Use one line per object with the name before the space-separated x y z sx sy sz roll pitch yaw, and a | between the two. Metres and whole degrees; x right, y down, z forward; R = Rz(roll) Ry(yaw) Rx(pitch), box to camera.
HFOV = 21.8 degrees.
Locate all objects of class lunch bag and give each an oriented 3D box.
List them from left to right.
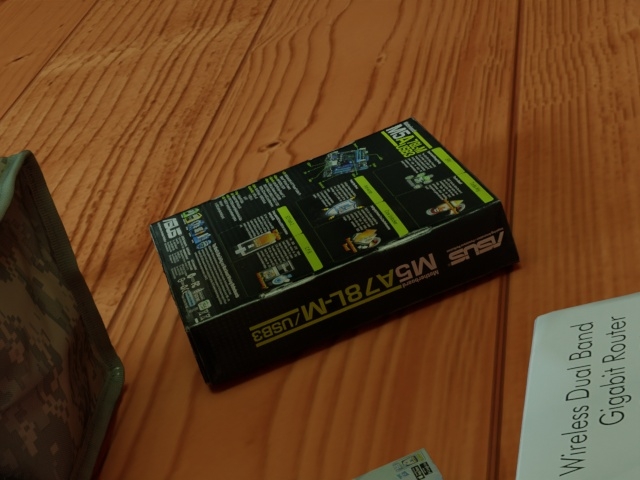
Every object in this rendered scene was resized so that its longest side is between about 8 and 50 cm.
lunch bag | -0.236 0.093 0.790 0.235 0.169 0.287 -18 18 7

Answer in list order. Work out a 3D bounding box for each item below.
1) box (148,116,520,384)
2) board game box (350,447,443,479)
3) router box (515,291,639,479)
box | 0.000 0.000 0.966 0.184 0.045 0.191 -20 21 -6
board game box | 0.016 0.129 0.681 0.090 0.020 0.090 -22 22 -4
router box | 0.207 0.105 0.487 0.301 0.082 0.335 -14 23 16
